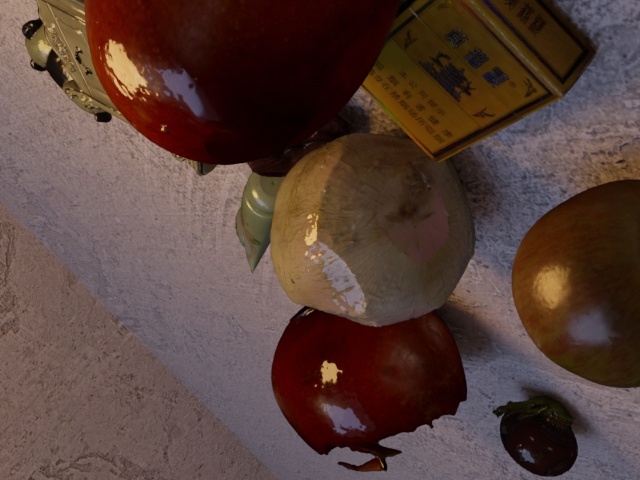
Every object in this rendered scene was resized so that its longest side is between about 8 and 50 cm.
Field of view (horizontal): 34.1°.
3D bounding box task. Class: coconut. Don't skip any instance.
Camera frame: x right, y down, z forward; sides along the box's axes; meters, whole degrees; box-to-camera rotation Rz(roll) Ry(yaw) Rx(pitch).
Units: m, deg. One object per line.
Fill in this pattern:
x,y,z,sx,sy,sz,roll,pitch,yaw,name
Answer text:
0.083,-0.016,1.537,0.297,0.297,0.254,49,158,-23,coconut

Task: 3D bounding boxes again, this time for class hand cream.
-0.116,-0.052,2.022,0.306,0.093,0.147,120,143,-66,hand cream

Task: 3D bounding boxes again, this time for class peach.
0.075,0.238,1.975,0.310,0.335,0.406,62,161,-6,peach
-0.096,-0.266,1.197,0.388,0.388,0.388,32,156,16,peach

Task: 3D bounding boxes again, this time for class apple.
0.377,0.048,1.279,0.264,0.264,0.264,32,156,16,apple

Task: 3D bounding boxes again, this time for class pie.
-0.037,-0.153,1.648,0.182,0.182,0.050,119,141,-67,pie

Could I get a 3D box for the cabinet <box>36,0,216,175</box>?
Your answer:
-0.256,-0.314,1.575,0.318,0.227,0.290,29,157,23,cabinet

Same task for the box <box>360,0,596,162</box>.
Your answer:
0.170,-0.223,1.289,0.193,0.084,0.301,43,157,-10,box

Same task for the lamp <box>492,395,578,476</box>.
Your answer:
0.418,0.365,1.966,0.157,0.135,0.156,24,-158,-39,lamp

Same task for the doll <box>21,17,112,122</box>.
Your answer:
-0.444,-0.336,1.944,0.234,0.135,0.143,44,155,-3,doll
